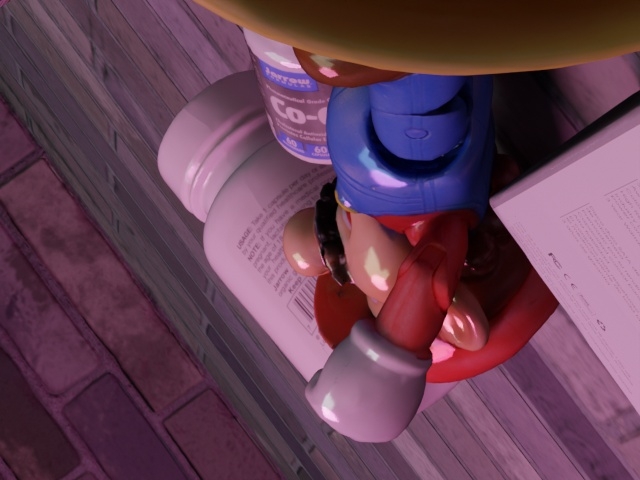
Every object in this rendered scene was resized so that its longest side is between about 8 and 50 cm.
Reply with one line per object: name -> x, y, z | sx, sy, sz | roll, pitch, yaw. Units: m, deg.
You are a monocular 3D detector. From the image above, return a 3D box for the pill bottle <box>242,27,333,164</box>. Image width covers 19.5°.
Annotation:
pill bottle -> -0.001, -0.109, 1.039 | 0.078, 0.078, 0.137 | 48, 166, 29

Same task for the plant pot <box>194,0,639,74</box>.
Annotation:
plant pot -> 0.025, -0.201, 0.360 | 0.254, 0.254, 0.239 | 71, 174, -53

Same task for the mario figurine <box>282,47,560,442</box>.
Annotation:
mario figurine -> 0.021, -0.036, 0.910 | 0.170, 0.198, 0.320 | 33, 154, 28

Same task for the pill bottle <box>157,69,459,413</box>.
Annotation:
pill bottle -> 0.000, 0.000, 1.202 | 0.229, 0.131, 0.131 | 48, 166, 27

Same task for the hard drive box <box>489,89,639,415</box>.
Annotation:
hard drive box -> 0.174, 0.016, 0.693 | 0.181, 0.089, 0.232 | 54, 168, 0

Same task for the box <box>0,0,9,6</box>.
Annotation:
box -> -0.245, -0.273, 1.302 | 0.203, 0.168, 0.167 | 56, 169, -8
